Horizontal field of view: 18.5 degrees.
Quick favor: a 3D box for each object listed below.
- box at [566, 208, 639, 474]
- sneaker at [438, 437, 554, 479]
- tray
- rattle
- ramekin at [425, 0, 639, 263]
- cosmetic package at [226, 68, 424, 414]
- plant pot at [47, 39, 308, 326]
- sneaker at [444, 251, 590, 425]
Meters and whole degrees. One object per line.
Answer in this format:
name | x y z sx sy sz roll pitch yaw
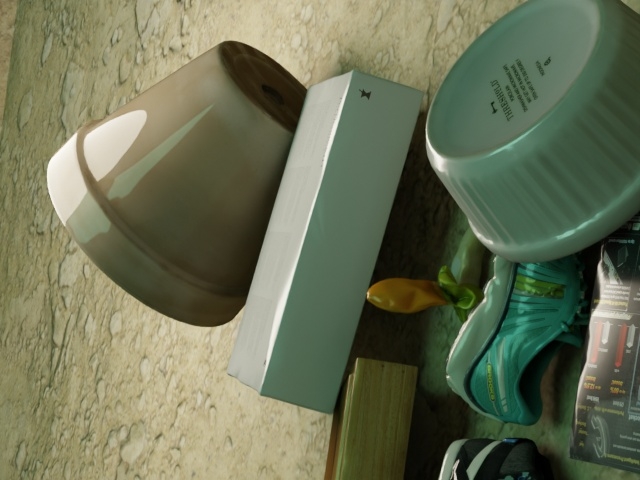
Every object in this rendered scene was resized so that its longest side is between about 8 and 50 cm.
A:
box | 0.344 0.094 1.703 0.307 0.076 0.242 3 82 64
sneaker | 0.166 0.276 1.915 0.121 0.079 0.217 -12 43 32
tray | 0.031 0.348 2.117 0.203 0.076 0.411 111 169 -75
rattle | 0.156 -0.002 2.054 0.199 0.143 0.130 124 165 -49
ramekin | 0.220 -0.120 1.857 0.273 0.127 0.273 -34 31 23
cosmetic package | 0.000 0.000 2.291 0.284 0.097 0.377 -175 101 -82
plant pot | -0.145 -0.098 2.548 0.280 0.323 0.323 -47 38 22
sneaker | 0.229 0.056 1.954 0.110 0.107 0.275 30 104 31
